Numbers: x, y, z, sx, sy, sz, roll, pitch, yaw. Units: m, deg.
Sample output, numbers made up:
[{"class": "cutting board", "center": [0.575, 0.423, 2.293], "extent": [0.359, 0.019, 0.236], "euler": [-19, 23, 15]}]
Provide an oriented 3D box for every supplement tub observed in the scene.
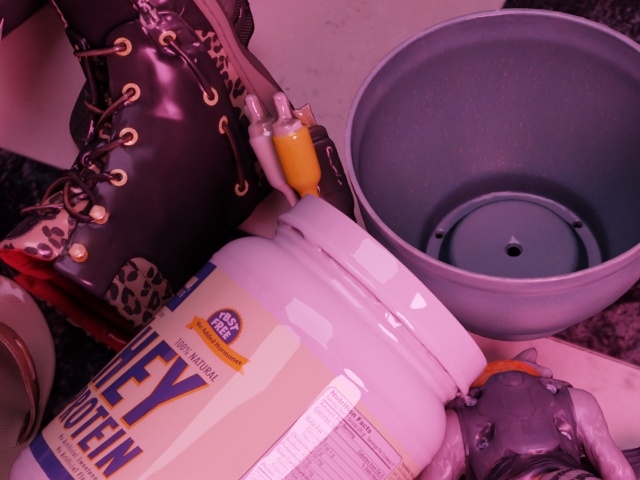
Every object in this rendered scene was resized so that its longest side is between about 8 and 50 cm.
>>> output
[{"class": "supplement tub", "center": [-0.052, 0.147, 1.211], "extent": [0.325, 0.235, 0.235], "euler": [-46, 63, -7]}]

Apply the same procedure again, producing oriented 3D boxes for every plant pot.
[{"class": "plant pot", "center": [0.172, -0.031, 1.380], "extent": [0.293, 0.196, 0.293], "euler": [-2, 54, 3]}]

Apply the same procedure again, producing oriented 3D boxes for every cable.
[{"class": "cable", "center": [0.000, 0.000, 1.396], "extent": [0.072, 0.139, 0.287], "euler": [-20, 95, -14]}]

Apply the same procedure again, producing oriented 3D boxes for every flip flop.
[{"class": "flip flop", "center": [-0.277, 0.121, 1.276], "extent": [0.112, 0.080, 0.277], "euler": [13, 38, -9]}]

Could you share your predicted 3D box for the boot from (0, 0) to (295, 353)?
[{"class": "boot", "center": [-0.189, -0.096, 1.379], "extent": [0.138, 0.377, 0.284], "euler": [7, 58, 42]}]

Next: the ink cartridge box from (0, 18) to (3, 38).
[{"class": "ink cartridge box", "center": [-0.325, -0.060, 1.330], "extent": [0.066, 0.232, 0.189], "euler": [13, 61, -4]}]

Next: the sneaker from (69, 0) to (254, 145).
[{"class": "sneaker", "center": [-0.150, -0.167, 1.578], "extent": [0.087, 0.130, 0.227], "euler": [43, 96, 26]}]

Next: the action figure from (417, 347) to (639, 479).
[{"class": "action figure", "center": [0.217, 0.184, 1.220], "extent": [0.341, 0.178, 0.330], "euler": [-12, 28, -9]}]

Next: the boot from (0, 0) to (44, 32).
[{"class": "boot", "center": [-0.161, -0.342, 1.591], "extent": [0.445, 0.146, 0.367], "euler": [-14, 26, -7]}]
